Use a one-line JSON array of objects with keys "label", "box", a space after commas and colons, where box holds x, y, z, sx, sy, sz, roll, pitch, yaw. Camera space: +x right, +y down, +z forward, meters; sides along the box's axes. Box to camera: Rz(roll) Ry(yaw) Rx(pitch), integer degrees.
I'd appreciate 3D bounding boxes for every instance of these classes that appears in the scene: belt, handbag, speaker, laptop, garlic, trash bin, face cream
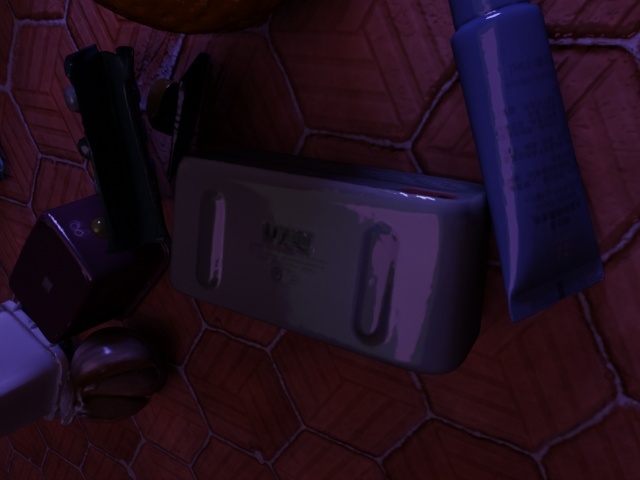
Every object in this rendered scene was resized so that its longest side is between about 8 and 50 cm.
[{"label": "belt", "box": [-0.241, -0.206, 0.761, 0.036, 0.059, 0.083, 25, 121, 22]}, {"label": "handbag", "box": [-0.293, -0.135, 0.703, 0.274, 0.100, 0.269, -132, 33, -58]}, {"label": "speaker", "box": [0.000, 0.000, 0.619, 0.406, 0.183, 0.184, 13, 108, 27]}, {"label": "laptop", "box": [-0.183, -0.175, 0.670, 0.016, 0.197, 0.135, 12, 117, -11]}, {"label": "garlic", "box": [-0.404, 0.242, 0.958, 0.160, 0.191, 0.214, 48, 130, 42]}, {"label": "trash bin", "box": [-0.762, 0.315, 1.084, 0.256, 0.367, 0.296, 38, 122, 16]}, {"label": "face cream", "box": [0.199, -0.119, 0.497, 0.086, 0.135, 0.385, 1, 109, 69]}]

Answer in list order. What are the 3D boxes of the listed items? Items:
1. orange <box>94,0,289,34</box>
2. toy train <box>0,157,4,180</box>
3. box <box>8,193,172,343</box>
[{"label": "orange", "box": [-0.137, -0.384, 0.474, 0.340, 0.340, 0.293, -43, 59, 35]}, {"label": "toy train", "box": [-0.785, -0.183, 1.082, 0.198, 0.107, 0.154, -20, 88, 36]}, {"label": "box", "box": [-0.431, 0.051, 0.908, 0.193, 0.167, 0.294, 50, 125, 5]}]
